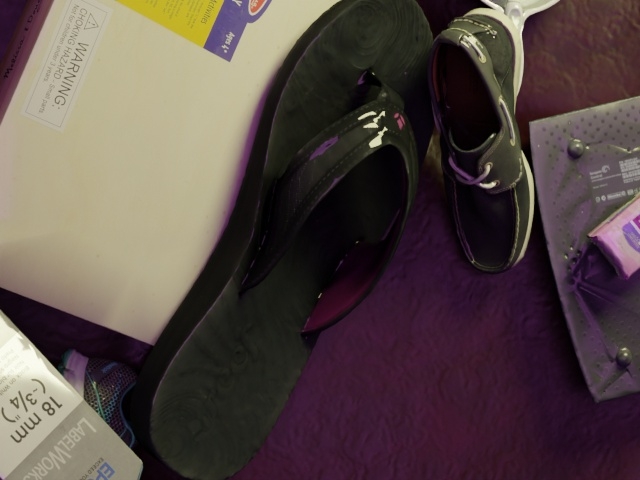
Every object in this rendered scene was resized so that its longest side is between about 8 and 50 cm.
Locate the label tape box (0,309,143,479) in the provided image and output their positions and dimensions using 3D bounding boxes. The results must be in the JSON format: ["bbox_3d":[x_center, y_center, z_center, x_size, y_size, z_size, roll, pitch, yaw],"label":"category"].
[{"bbox_3d":[-0.257,0.198,1.291,0.333,0.240,0.106,48,50,-6],"label":"label tape box"}]

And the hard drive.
[{"bbox_3d":[0.280,0.002,1.458,0.172,0.054,0.254,-14,92,-7],"label":"hard drive"}]

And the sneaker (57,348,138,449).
[{"bbox_3d":[-0.189,0.177,1.395,0.076,0.065,0.166,4,92,-13],"label":"sneaker"}]

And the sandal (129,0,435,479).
[{"bbox_3d":[0.001,0.002,1.365,0.167,0.107,0.446,29,84,-40],"label":"sandal"}]

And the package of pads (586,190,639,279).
[{"bbox_3d":[0.276,-0.010,1.413,0.083,0.032,0.050,-39,97,-6],"label":"package of pads"}]

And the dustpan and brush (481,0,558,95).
[{"bbox_3d":[0.169,-0.224,1.438,0.147,0.060,0.211,6,90,-8],"label":"dustpan and brush"}]

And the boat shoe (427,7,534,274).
[{"bbox_3d":[0.130,-0.075,1.400,0.084,0.079,0.233,4,114,26],"label":"boat shoe"}]

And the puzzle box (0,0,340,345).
[{"bbox_3d":[-0.123,-0.126,1.346,0.272,0.052,0.409,26,86,-35],"label":"puzzle box"}]
